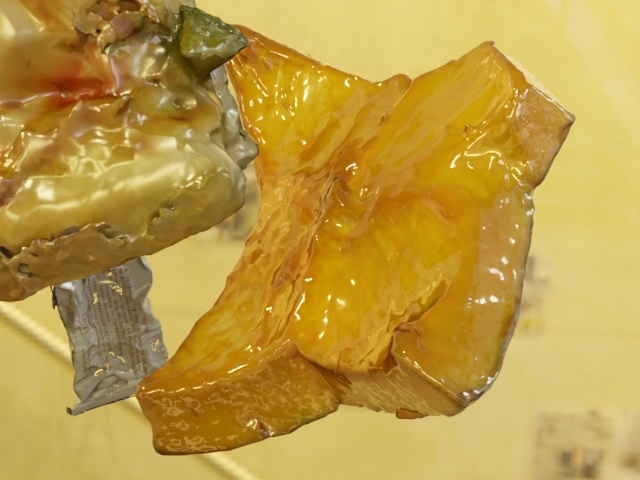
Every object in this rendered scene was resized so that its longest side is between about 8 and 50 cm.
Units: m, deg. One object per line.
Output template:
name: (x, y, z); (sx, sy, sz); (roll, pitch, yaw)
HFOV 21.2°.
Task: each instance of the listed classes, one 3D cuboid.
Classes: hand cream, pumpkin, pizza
hand cream: (-0.153, 0.030, 1.179); (0.084, 0.257, 0.050); (-21, 44, -16)
pumpkin: (0.020, -0.018, 0.966); (0.258, 0.290, 0.095); (-13, -37, 41)
pizza: (-0.215, -0.109, 0.820); (0.392, 0.435, 0.080); (40, 9, -2)
